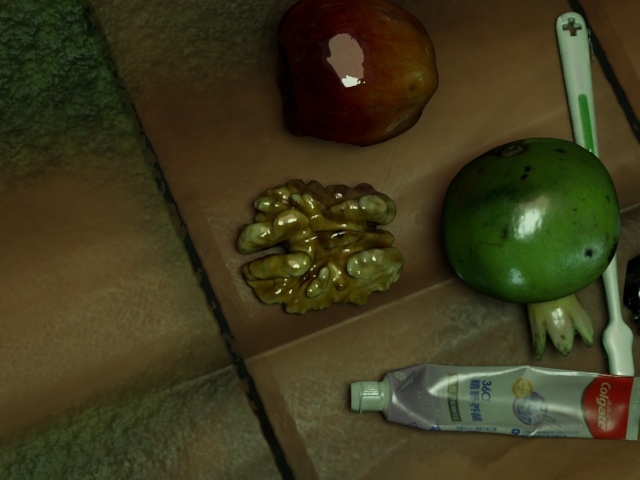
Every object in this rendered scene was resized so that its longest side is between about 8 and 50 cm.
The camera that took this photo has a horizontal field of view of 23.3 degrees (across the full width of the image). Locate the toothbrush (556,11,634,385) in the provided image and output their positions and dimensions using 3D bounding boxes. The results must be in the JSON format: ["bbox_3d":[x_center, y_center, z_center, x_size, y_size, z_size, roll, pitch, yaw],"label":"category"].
[{"bbox_3d":[0.292,-0.051,1.644,0.042,0.040,0.417,-4,76,-5],"label":"toothbrush"}]

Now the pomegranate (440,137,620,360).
[{"bbox_3d":[0.219,0.009,1.564,0.187,0.187,0.225,-18,105,-10],"label":"pomegranate"}]

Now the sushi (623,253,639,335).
[{"bbox_3d":[0.364,0.063,1.617,0.083,0.056,0.084,13,73,-10],"label":"sushi"}]

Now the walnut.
[{"bbox_3d":[0.000,0.000,1.586,0.170,0.069,0.142,-9,78,-6],"label":"walnut"}]

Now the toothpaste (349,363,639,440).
[{"bbox_3d":[0.179,0.163,1.572,0.301,0.048,0.075,2,90,-5],"label":"toothpaste"}]

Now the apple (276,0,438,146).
[{"bbox_3d":[0.038,-0.179,1.600,0.158,0.147,0.156,-7,55,-9],"label":"apple"}]
